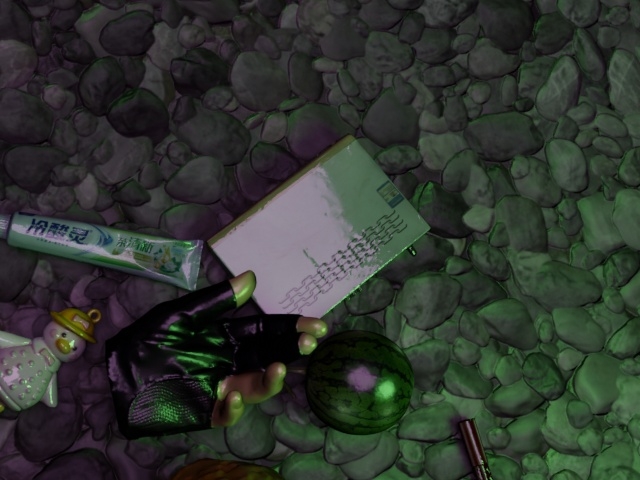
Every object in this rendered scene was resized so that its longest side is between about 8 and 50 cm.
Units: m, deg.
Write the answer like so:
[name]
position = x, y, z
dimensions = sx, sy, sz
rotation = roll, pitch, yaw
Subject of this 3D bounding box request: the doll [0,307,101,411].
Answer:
[doll]
position = -0.376, 0.159, 1.371
dimensions = 0.207, 0.081, 0.129
rotation = -40, 105, -16

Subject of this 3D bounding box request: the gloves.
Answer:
[gloves]
position = -0.139, 0.150, 1.365
dimensions = 0.301, 0.152, 0.197
rotation = -12, 90, 15

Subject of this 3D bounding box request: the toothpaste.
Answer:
[toothpaste]
position = -0.313, 0.006, 1.434
dimensions = 0.297, 0.048, 0.075
rotation = 12, 74, -9

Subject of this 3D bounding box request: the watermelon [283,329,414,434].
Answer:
[watermelon]
position = 0.031, 0.189, 1.394
dimensions = 0.187, 0.141, 0.141
rotation = 7, 77, -3

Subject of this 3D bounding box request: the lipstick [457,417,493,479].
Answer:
[lipstick]
position = 0.230, 0.337, 1.449
dimensions = 0.027, 0.027, 0.176
rotation = -15, 82, -11

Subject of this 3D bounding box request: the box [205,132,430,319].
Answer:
[box]
position = 0.000, 0.000, 1.477
dimensions = 0.270, 0.045, 0.211
rotation = -40, 86, -14

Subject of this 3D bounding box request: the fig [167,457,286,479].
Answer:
[fig]
position = -0.049, 0.411, 1.285
dimensions = 0.368, 0.286, 0.286
rotation = 7, 76, -26
